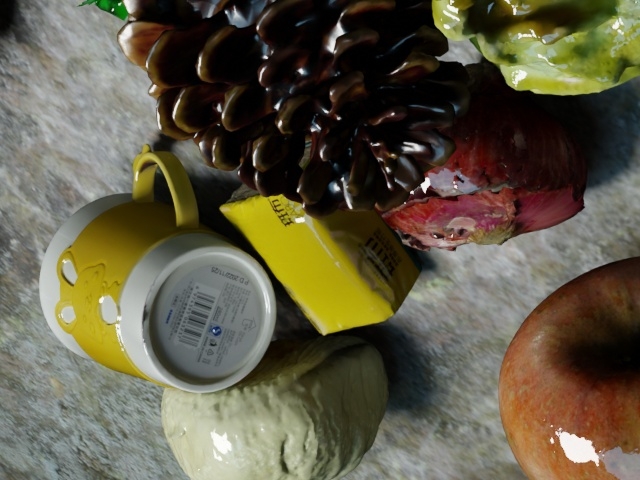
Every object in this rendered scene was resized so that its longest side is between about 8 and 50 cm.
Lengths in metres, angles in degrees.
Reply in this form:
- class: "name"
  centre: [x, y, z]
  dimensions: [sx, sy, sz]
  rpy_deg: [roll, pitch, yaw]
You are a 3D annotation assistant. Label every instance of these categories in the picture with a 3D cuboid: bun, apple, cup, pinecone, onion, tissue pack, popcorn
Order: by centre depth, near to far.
- class: "popcorn"
  centre: [0.152, -0.204, 1.025]
  dimensions: [0.221, 0.183, 0.204]
  rpy_deg: [32, 107, -7]
- class: "pinecone"
  centre: [-0.004, -0.132, 1.157]
  dimensions: [0.292, 0.246, 0.246]
  rpy_deg: [55, 160, 40]
- class: "onion"
  centre: [0.128, -0.067, 1.264]
  dimensions: [0.184, 0.147, 0.184]
  rpy_deg: [4, 167, 1]
- class: "apple"
  centre: [0.273, 0.141, 1.268]
  dimensions: [0.253, 0.253, 0.253]
  rpy_deg: [25, 143, 20]
- class: "tissue pack"
  centre: [0.000, 0.000, 1.493]
  dimensions: [0.120, 0.082, 0.169]
  rpy_deg: [-15, 118, 50]
- class: "cup"
  centre: [-0.158, 0.029, 1.563]
  dimensions: [0.226, 0.185, 0.241]
  rpy_deg: [20, 111, 58]
- class: "bun"
  centre: [-0.043, 0.188, 1.601]
  dimensions: [0.244, 0.244, 0.153]
  rpy_deg: [-10, 99, 48]

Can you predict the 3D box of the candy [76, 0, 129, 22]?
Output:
- class: "candy"
  centre: [-0.097, -0.187, 1.381]
  dimensions: [0.203, 0.078, 0.141]
  rpy_deg: [39, 159, -20]
